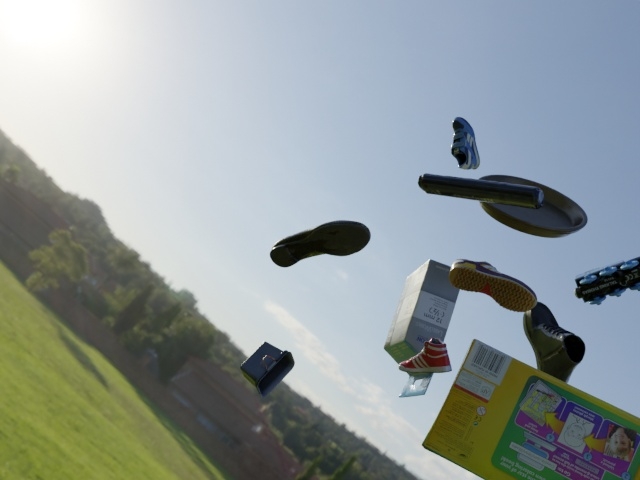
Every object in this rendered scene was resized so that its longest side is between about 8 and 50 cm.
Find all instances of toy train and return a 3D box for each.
[{"bbox_3d":[0.697,0.093,1.796,0.080,0.184,0.105,66,20,-2],"label":"toy train"}]

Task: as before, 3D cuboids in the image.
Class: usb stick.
[{"bbox_3d":[0.354,-0.111,1.666,0.277,0.045,0.077,11,-4,28],"label":"usb stick"}]

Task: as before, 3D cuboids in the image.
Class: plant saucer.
[{"bbox_3d":[0.500,-0.081,1.808,0.278,0.277,0.041,33,-56,32],"label":"plant saucer"}]

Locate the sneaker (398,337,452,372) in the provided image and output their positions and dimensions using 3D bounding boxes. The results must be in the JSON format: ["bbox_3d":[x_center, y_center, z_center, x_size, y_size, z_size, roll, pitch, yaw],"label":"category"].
[{"bbox_3d":[0.201,0.224,1.469,0.118,0.067,0.042,-8,-1,40],"label":"sneaker"}]

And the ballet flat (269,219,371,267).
[{"bbox_3d":[0.000,0.000,1.540,0.249,0.058,0.084,-18,-64,37],"label":"ballet flat"}]

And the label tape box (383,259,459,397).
[{"bbox_3d":[0.265,0.250,2.080,0.115,0.348,0.249,23,-16,-2],"label":"label tape box"}]

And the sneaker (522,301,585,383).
[{"bbox_3d":[0.513,0.204,1.631,0.083,0.222,0.118,6,-42,-14],"label":"sneaker"}]

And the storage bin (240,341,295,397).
[{"bbox_3d":[-0.153,0.342,2.060,0.091,0.135,0.098,28,-29,32],"label":"storage bin"}]

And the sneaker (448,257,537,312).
[{"bbox_3d":[0.360,0.083,1.553,0.185,0.070,0.084,24,29,9],"label":"sneaker"}]

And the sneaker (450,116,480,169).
[{"bbox_3d":[0.367,-0.250,1.945,0.053,0.059,0.144,-24,-99,61],"label":"sneaker"}]

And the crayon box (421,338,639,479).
[{"bbox_3d":[0.297,0.270,1.011,0.278,0.165,0.081,25,-10,17],"label":"crayon box"}]
